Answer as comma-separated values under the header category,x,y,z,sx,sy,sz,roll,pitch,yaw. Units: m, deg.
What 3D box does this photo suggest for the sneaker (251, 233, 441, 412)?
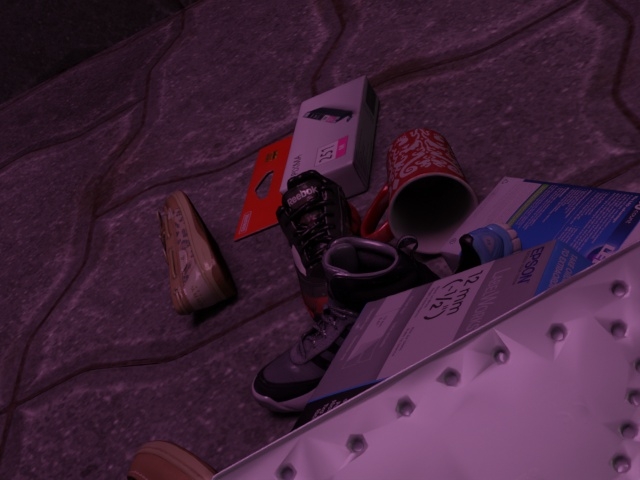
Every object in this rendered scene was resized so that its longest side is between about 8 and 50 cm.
category,x,y,z,sx,sy,sz,roll,pitch,yaw
sneaker,0.017,0.085,1.127,0.268,0.153,0.101,-26,30,12

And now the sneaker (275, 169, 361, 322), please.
category,x,y,z,sx,sy,sz,roll,pitch,yaw
sneaker,0.000,0.000,1.293,0.097,0.135,0.276,-25,32,12

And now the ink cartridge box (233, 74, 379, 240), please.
category,x,y,z,sx,sy,sz,roll,pitch,yaw
ink cartridge box,-0.030,-0.137,1.604,0.239,0.060,0.275,-20,32,21

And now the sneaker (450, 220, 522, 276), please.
category,x,y,z,sx,sy,sz,roll,pitch,yaw
sneaker,0.156,0.060,1.041,0.073,0.162,0.063,-5,16,-31

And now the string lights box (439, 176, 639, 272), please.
category,x,y,z,sx,sy,sz,roll,pitch,yaw
string lights box,0.268,0.011,1.070,0.133,0.077,0.259,-46,32,-20

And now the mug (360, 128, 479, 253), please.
category,x,y,z,sx,sy,sz,roll,pitch,yaw
mug,0.119,-0.070,1.295,0.150,0.113,0.169,-8,29,4

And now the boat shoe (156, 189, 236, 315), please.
category,x,y,z,sx,sy,sz,roll,pitch,yaw
boat shoe,-0.206,0.012,1.508,0.089,0.104,0.285,-31,30,-2

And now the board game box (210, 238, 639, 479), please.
category,x,y,z,sx,sy,sz,roll,pitch,yaw
board game box,0.170,0.238,0.637,0.390,0.050,0.390,-29,63,0

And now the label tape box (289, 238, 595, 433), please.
category,x,y,z,sx,sy,sz,roll,pitch,yaw
label tape box,0.151,0.120,0.867,0.347,0.115,0.249,-25,19,40

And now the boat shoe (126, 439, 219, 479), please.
category,x,y,z,sx,sy,sz,roll,pitch,yaw
boat shoe,-0.111,0.297,0.972,0.110,0.122,0.341,-45,32,-21
